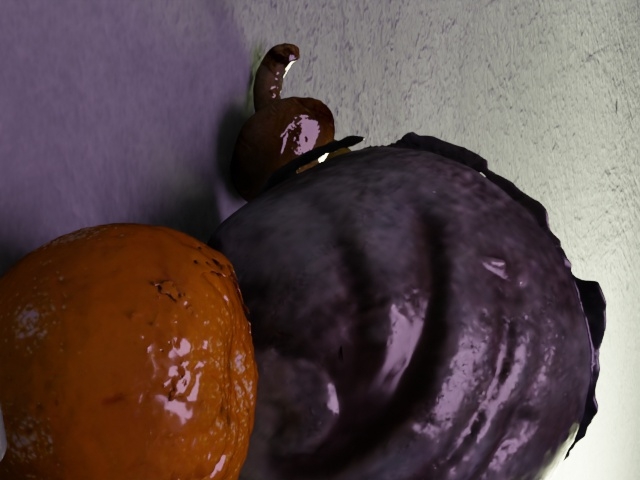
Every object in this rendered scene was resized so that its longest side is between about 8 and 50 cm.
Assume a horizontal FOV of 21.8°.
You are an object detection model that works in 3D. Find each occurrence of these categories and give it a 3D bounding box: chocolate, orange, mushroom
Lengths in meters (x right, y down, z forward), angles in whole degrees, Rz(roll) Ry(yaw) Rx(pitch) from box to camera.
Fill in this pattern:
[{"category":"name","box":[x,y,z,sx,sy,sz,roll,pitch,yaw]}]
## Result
[{"category":"chocolate","box":[0.013,0.086,1.108,0.213,0.303,0.303,-25,117,-58]},{"category":"orange","box":[-0.122,0.082,0.953,0.193,0.161,0.193,4,90,-74]},{"category":"mushroom","box":[-0.026,-0.090,1.250,0.088,0.073,0.129,17,77,-48]}]

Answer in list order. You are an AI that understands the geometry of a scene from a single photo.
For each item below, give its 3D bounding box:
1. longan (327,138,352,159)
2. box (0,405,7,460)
[{"category":"longan","box":[-0.003,-0.045,1.325,0.083,0.075,0.075,171,-74,-70]},{"category":"box","box":[-0.214,0.077,0.711,0.172,0.093,0.124,-40,133,-46]}]
